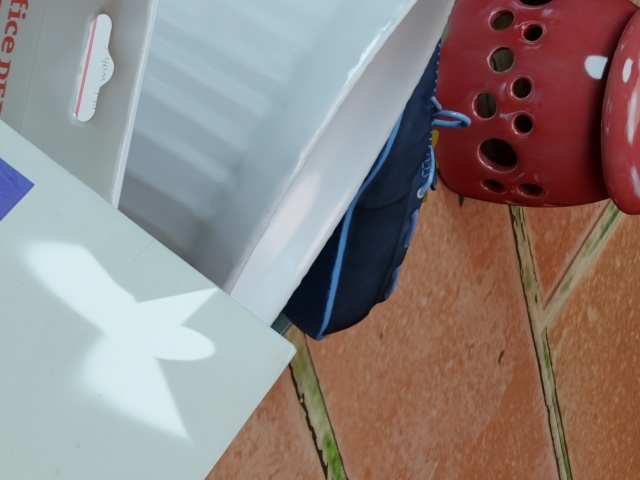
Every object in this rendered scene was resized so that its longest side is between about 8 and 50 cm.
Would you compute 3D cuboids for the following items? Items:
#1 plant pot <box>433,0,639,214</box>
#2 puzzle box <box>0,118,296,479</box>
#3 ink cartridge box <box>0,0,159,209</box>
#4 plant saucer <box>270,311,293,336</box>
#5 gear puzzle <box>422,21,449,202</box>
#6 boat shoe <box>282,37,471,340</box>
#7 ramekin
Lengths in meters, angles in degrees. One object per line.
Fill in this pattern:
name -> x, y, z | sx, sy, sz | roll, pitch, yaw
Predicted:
plant pot -> 0.203, -0.117, 1.422 | 0.191, 0.174, 0.191 | -22, 116, -56
puzzle box -> -0.220, 0.096, 0.493 | 0.409, 0.272, 0.052 | -52, 179, -34
ink cartridge box -> -0.132, -0.069, 0.684 | 0.067, 0.198, 0.115 | 12, 89, -60
plant saucer -> 0.000, 0.000, 1.267 | 0.192, 0.018, 0.067 | -51, 140, -41
gear puzzle -> 0.021, -0.148, 1.218 | 0.175, 0.044, 0.339 | -56, 141, -29
boat shoe -> 0.029, -0.056, 1.154 | 0.089, 0.109, 0.258 | -17, 142, -37
ramekin -> -0.052, -0.060, 0.945 | 0.277, 0.135, 0.277 | -58, 174, -10
